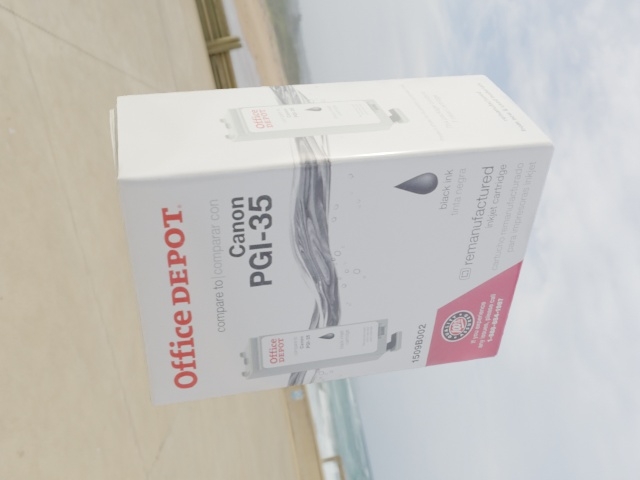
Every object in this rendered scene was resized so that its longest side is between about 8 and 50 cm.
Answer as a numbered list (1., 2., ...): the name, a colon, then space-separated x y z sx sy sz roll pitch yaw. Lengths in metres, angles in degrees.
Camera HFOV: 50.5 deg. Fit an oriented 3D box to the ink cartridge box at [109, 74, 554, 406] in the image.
1. ink cartridge box: 0.000 0.000 0.508 0.117 0.282 0.207 -112 -160 -50
